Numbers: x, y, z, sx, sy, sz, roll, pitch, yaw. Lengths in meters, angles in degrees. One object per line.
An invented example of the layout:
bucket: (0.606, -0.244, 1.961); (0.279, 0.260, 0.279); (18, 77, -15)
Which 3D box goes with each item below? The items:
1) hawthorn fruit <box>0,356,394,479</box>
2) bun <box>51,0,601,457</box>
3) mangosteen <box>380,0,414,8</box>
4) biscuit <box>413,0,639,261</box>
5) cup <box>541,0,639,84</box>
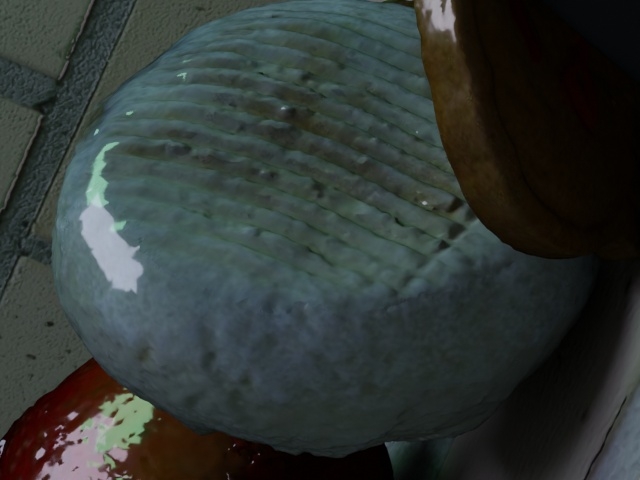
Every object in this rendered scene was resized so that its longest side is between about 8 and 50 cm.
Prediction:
hawthorn fruit: (-0.095, 0.198, 1.207); (0.316, 0.316, 0.316); (-156, 90, -80)
bun: (0.000, 0.000, 1.062); (0.362, 0.362, 0.211); (-78, -2, -48)
mangosteen: (0.032, -0.064, 1.359); (0.233, 0.287, 0.287); (-10, 44, 28)
biscuit: (0.134, -0.119, 0.942); (0.049, 0.257, 0.273); (-12, 73, 34)
cup: (0.193, -0.165, 0.849); (0.169, 0.176, 0.223); (-58, 13, 25)
